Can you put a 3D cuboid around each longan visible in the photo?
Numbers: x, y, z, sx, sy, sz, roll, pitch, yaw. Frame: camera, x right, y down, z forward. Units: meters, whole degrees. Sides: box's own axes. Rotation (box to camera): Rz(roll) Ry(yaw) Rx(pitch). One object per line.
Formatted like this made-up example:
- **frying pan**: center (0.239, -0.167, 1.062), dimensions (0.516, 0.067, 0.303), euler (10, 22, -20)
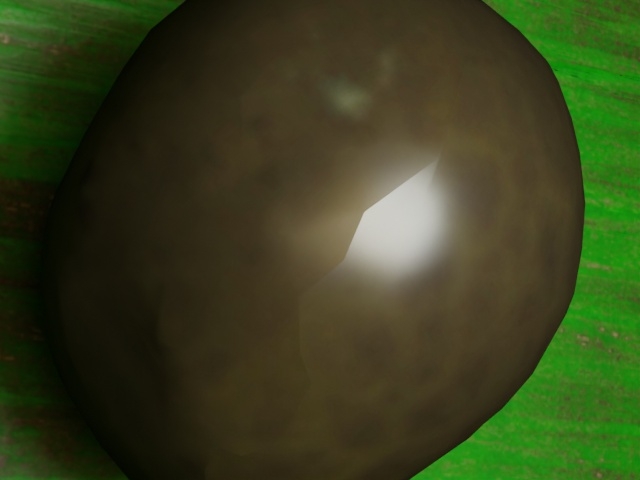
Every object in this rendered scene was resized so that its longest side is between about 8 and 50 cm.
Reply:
- **longan**: center (0.000, 0.000, 0.950), dimensions (0.404, 0.336, 0.404), euler (-36, 141, -36)
